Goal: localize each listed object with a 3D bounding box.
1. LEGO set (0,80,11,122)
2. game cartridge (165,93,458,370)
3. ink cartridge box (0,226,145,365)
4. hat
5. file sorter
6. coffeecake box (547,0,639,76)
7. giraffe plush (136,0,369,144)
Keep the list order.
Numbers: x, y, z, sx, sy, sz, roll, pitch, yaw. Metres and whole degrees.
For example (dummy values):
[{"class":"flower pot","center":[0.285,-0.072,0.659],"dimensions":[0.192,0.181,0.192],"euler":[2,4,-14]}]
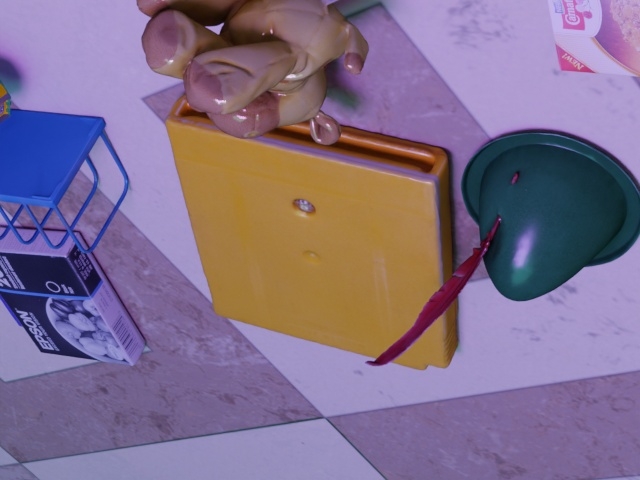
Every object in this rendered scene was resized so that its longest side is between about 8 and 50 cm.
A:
[{"class":"LEGO set","center":[-0.502,-0.143,1.550],"dimensions":[0.331,0.192,0.255],"euler":[-1,122,39]},{"class":"game cartridge","center":[0.000,0.000,1.569],"dimensions":[0.285,0.052,0.323],"euler":[14,145,18]},{"class":"ink cartridge box","center":[-0.345,0.066,1.875],"dimensions":[0.208,0.045,0.206],"euler":[5,140,30]},{"class":"hat","center":[0.178,0.033,1.370],"dimensions":[0.173,0.183,0.208],"euler":[27,145,0]},{"class":"file sorter","center":[-0.311,-0.061,1.631],"dimensions":[0.170,0.118,0.104],"euler":[8,143,26]},{"class":"coffeecake box","center":[0.265,-0.192,1.131],"dimensions":[0.186,0.068,0.142],"euler":[8,141,26]},{"class":"giraffe plush","center":[-0.050,-0.159,1.330],"dimensions":[0.210,0.181,0.170],"euler":[-9,155,-8]}]
